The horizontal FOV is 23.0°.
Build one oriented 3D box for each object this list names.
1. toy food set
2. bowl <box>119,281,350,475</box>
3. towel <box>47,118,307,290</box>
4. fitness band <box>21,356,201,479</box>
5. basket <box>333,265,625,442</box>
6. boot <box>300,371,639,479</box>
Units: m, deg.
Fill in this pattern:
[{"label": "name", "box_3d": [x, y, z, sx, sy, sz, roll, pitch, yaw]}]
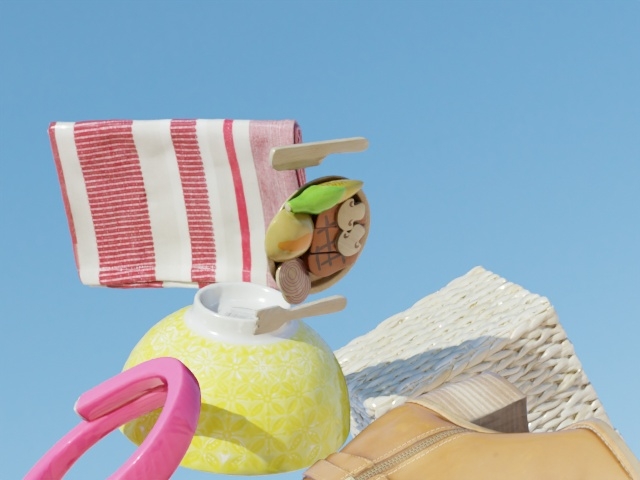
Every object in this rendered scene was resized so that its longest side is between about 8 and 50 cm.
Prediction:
[{"label": "toy food set", "box_3d": [0.000, 0.000, 1.492, 0.132, 0.038, 0.192, -12, -60, -35]}, {"label": "bowl", "box_3d": [-0.099, 0.141, 1.869, 0.289, 0.289, 0.156, -3, -68, -22]}, {"label": "towel", "box_3d": [-0.173, -0.042, 1.987, 0.328, 0.037, 0.237, 1, -62, 15]}, {"label": "fitness band", "box_3d": [-0.232, 0.228, 1.673, 0.291, 0.209, 0.054, -29, -65, 38]}, {"label": "basket", "box_3d": [0.210, 0.246, 2.338, 0.331, 0.266, 0.328, -30, 15, -9]}, {"label": "boot", "box_3d": [0.099, 0.198, 1.125, 0.220, 0.283, 0.109, -26, -58, -20]}]
